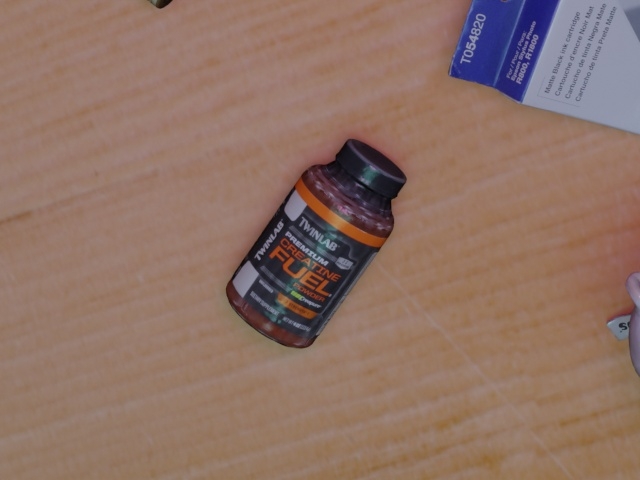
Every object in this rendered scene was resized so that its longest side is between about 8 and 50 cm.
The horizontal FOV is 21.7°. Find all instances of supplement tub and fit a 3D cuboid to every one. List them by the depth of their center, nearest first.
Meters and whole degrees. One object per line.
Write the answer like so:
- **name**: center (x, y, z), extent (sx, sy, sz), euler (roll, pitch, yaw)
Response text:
- **supplement tub**: center (0.000, 0.000, 1.609), extent (0.106, 0.106, 0.198), euler (33, 105, -5)

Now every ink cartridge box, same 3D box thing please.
- **ink cartridge box**: center (0.254, -0.220, 1.520), extent (0.224, 0.045, 0.223), euler (11, 108, -22)

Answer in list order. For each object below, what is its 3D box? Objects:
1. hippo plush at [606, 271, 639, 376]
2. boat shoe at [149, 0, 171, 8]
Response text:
- **hippo plush**: center (0.349, 0.039, 1.499), extent (0.294, 0.236, 0.234), euler (-29, 80, 29)
- **boat shoe**: center (-0.125, -0.328, 1.546), extent (0.073, 0.080, 0.224), euler (26, 101, 3)
